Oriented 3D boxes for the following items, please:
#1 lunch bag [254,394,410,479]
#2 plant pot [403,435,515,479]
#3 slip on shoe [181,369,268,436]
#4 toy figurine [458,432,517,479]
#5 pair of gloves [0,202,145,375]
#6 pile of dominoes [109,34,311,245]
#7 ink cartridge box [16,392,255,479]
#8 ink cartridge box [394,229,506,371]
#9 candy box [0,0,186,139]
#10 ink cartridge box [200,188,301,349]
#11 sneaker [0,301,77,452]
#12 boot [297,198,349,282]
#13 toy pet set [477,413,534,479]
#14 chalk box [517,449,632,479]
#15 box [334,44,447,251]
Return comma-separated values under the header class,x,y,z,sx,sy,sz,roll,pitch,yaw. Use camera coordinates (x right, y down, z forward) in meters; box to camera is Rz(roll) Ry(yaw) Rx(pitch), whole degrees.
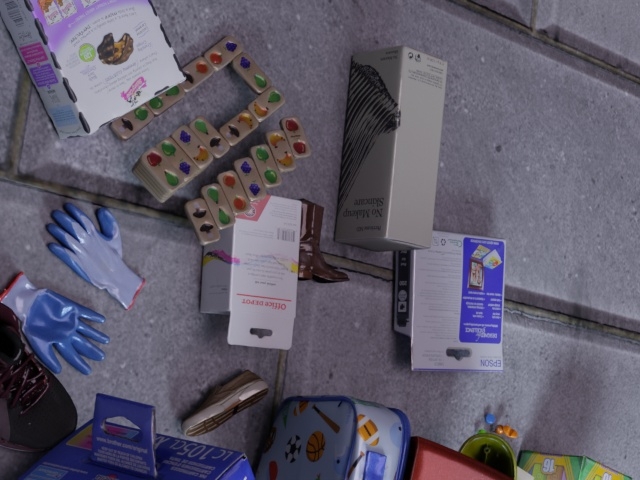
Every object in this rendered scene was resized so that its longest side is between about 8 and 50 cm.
class,x,y,z,sx,sy,sz,roll,pitch,yaw
lunch bag,0.005,0.347,1.792,0.115,0.243,0.303,19,76,-30
plant pot,0.174,0.415,1.850,0.235,0.267,0.267,15,78,-10
slip on shoe,-0.129,0.207,1.821,0.135,0.051,0.041,-28,67,-31
toy figurine,0.209,0.476,2.084,0.217,0.191,0.363,43,48,-67
pair of gloves,-0.289,0.055,1.693,0.159,0.023,0.198,47,59,-30
pile of dominoes,-0.125,-0.135,1.791,0.196,0.040,0.251,48,56,-2
ink cartridge box,-0.175,0.361,1.581,0.151,0.270,0.395,-41,123,-37
ink cartridge box,0.194,0.092,2.113,0.206,0.045,0.208,6,83,-42
candy box,-0.274,-0.243,1.689,0.165,0.070,0.196,-36,111,-38
ink cartridge box,-0.091,0.040,1.843,0.115,0.067,0.198,10,80,-41
sneaker,-0.344,0.145,1.543,0.281,0.162,0.106,44,61,-32
boot,0.000,0.000,1.952,0.106,0.037,0.114,10,77,-44
toy pet set,0.268,0.352,2.175,0.114,0.065,0.122,33,57,2
chalk box,0.376,0.447,2.202,0.132,0.132,0.213,26,71,-38
box,0.099,-0.126,1.996,0.094,0.113,0.275,13,78,-41
